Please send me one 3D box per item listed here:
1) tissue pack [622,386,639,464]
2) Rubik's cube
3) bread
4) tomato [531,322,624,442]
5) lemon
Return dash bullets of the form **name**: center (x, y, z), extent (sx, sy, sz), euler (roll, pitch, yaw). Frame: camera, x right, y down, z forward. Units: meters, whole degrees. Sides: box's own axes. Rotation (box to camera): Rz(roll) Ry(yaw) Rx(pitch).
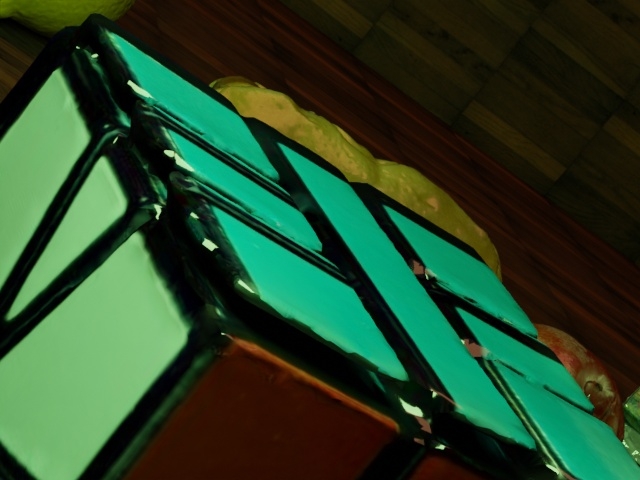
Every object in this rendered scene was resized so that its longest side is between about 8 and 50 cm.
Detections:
- **tissue pack**: center (0.404, 0.239, 2.141), extent (0.111, 0.079, 0.085), euler (42, -22, 10)
- **Rubik's cube**: center (-0.054, 0.119, 0.793), extent (0.283, 0.293, 0.288), euler (34, 15, -31)
- **bread**: center (0.003, -0.001, 1.586), extent (0.344, 0.195, 0.149), euler (31, 10, -22)
- **tomato**: center (0.179, 0.170, 1.579), extent (0.151, 0.187, 0.187), euler (6, -9, 35)
- **lemon**: center (-0.278, -0.304, 1.874), extent (0.187, 0.187, 0.244), euler (41, 44, 10)
